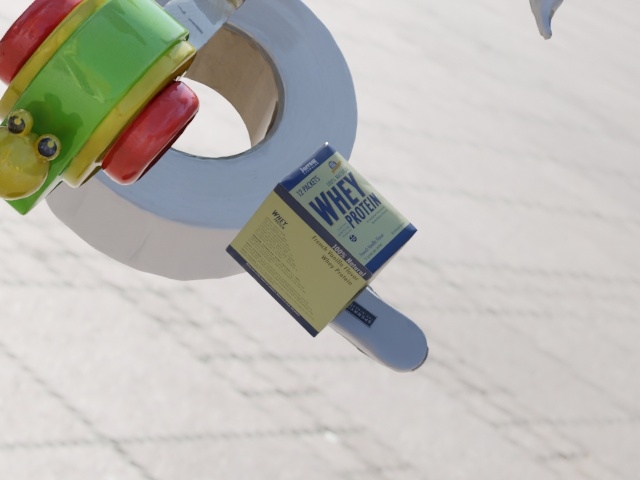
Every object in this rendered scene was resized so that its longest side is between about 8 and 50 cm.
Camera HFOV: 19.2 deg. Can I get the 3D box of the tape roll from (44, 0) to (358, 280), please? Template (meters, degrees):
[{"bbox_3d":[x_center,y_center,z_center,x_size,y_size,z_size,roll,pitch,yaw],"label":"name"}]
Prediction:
[{"bbox_3d":[-0.114,-0.112,1.648,0.286,0.100,0.286,8,60,-15],"label":"tape roll"}]

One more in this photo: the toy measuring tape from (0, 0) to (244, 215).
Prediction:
[{"bbox_3d":[-0.101,-0.121,1.121,0.121,0.121,0.330,29,39,9],"label":"toy measuring tape"}]

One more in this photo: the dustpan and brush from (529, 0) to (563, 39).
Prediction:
[{"bbox_3d":[0.138,-0.221,1.107,0.060,0.211,0.147,-11,-16,12],"label":"dustpan and brush"}]

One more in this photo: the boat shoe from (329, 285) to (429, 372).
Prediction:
[{"bbox_3d":[0.014,0.042,1.303,0.142,0.049,0.040,42,-10,3],"label":"boat shoe"}]

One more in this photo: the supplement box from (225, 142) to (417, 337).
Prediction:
[{"bbox_3d":[0.000,0.000,1.200,0.083,0.083,0.056,44,48,4],"label":"supplement box"}]
